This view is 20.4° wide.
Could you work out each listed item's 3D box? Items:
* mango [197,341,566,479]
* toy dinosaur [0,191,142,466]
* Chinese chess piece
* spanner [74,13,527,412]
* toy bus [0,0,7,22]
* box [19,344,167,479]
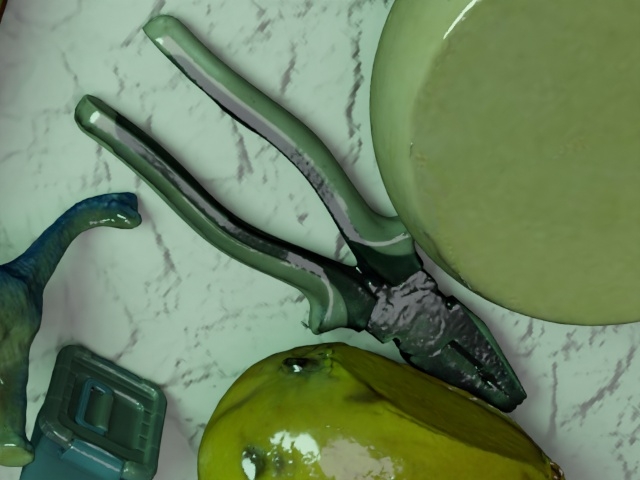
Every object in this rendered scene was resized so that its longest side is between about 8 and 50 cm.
[{"bbox_3d":[0.049,0.158,1.064,0.262,0.130,0.167,22,122,-18],"label":"mango"},{"bbox_3d":[-0.223,0.028,0.977,0.247,0.188,0.075,4,136,-8],"label":"toy dinosaur"},{"bbox_3d":[0.161,-0.078,1.000,0.273,0.102,0.273,-3,120,-4],"label":"Chinese chess piece"},{"bbox_3d":[0.000,0.000,1.063,0.325,0.040,0.095,40,96,-14],"label":"spanner"},{"bbox_3d":[-0.235,-0.105,0.964,0.121,0.120,0.265,19,101,-10],"label":"toy bus"},{"bbox_3d":[-0.137,0.116,1.051,0.074,0.099,0.054,31,114,-14],"label":"box"}]
